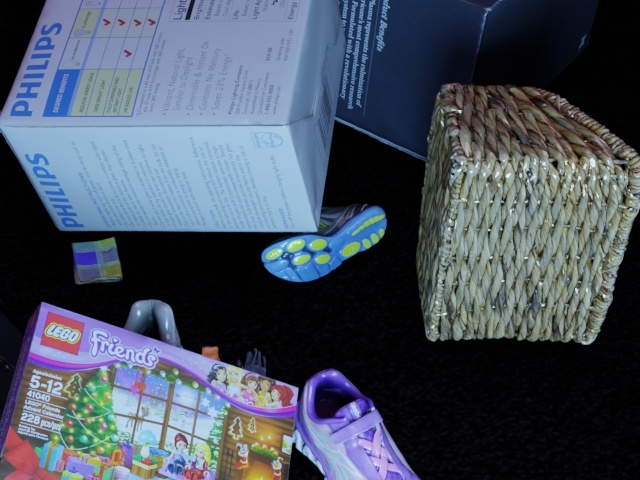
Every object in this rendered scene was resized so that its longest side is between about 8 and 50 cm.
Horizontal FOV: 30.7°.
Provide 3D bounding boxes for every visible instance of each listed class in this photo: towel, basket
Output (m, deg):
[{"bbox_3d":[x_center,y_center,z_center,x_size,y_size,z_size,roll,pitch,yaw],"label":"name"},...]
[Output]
[{"bbox_3d":[-0.290,0.027,1.509,0.060,0.009,0.083,-6,42,-12],"label":"towel"},{"bbox_3d":[0.243,-0.039,1.427,0.223,0.299,0.213,1,39,-2],"label":"basket"}]

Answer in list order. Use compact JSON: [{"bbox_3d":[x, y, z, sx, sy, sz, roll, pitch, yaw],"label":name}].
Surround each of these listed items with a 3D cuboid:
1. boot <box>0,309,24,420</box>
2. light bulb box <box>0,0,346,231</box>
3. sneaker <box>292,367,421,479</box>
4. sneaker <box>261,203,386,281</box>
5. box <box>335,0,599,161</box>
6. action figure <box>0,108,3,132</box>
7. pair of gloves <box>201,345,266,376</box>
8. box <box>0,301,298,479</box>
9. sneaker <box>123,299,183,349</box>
[{"bbox_3d":[-0.408,0.163,1.271,0.207,0.094,0.246,33,41,23],"label":"boot"},{"bbox_3d":[-0.174,-0.211,1.535,0.361,0.225,0.358,1,54,12],"label":"light bulb box"},{"bbox_3d":[0.045,0.227,1.245,0.095,0.104,0.236,-20,48,-28],"label":"sneaker"},{"bbox_3d":[0.000,0.000,1.545,0.188,0.067,0.078,-25,28,-29],"label":"sneaker"},{"bbox_3d":[0.149,-0.410,1.855,0.472,0.297,0.480,28,46,21],"label":"box"},{"bbox_3d":[-0.520,-0.036,1.476,0.276,0.248,0.370,26,34,-50],"label":"action figure"},{"bbox_3d":[-0.106,0.154,1.383,0.083,0.010,0.074,5,41,-3],"label":"pair of gloves"},{"bbox_3d":[-0.171,0.202,1.162,0.293,0.057,0.201,21,53,-21],"label":"box"},{"bbox_3d":[-0.214,0.185,1.256,0.110,0.118,0.292,9,42,1],"label":"sneaker"}]
